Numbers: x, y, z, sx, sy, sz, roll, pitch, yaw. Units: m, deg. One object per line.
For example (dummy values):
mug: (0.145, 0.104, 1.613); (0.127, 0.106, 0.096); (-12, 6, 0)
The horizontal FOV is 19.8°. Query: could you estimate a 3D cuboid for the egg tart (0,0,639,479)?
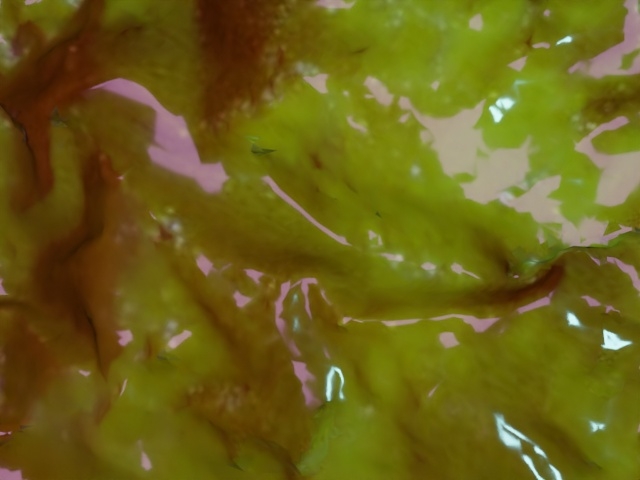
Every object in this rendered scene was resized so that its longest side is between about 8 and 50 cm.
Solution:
egg tart: (0.001, 0.000, 0.611); (0.341, 0.132, 0.341); (2, 84, -21)
